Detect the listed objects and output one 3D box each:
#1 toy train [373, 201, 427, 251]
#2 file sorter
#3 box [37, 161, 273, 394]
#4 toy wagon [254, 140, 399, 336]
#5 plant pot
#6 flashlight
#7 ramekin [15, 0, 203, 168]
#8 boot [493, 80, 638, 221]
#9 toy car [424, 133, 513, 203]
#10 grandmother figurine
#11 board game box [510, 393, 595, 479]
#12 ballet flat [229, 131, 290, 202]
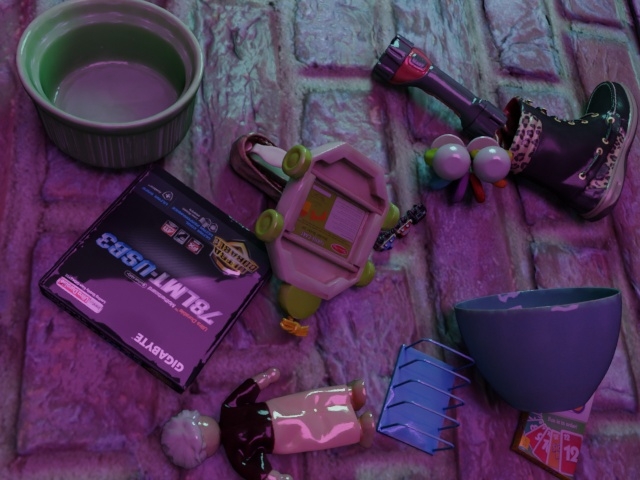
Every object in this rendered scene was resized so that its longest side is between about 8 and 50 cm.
[{"bbox_3d":[0.164,-0.024,1.292,0.158,0.027,0.036,-39,95,-27],"label":"toy train"},{"bbox_3d":[0.194,0.278,1.137,0.118,0.104,0.170,25,63,-8],"label":"file sorter"},{"bbox_3d":[-0.265,0.058,1.094,0.295,0.073,0.293,37,62,-1],"label":"box"},{"bbox_3d":[0.000,0.000,1.132,0.267,0.068,0.345,28,84,-40],"label":"toy wagon"},{"bbox_3d":[0.404,0.200,1.158,0.290,0.290,0.196,-7,89,-21],"label":"plant pot"},{"bbox_3d":[0.263,-0.330,1.412,0.304,0.103,0.103,35,29,-7],"label":"flashlight"},{"bbox_3d":[-0.364,-0.275,1.128,0.303,0.148,0.304,6,59,-10],"label":"ramekin"},{"bbox_3d":[0.560,-0.256,1.458,0.284,0.138,0.378,23,69,-8],"label":"boot"},{"bbox_3d":[0.306,-0.144,1.331,0.181,0.159,0.136,4,111,4],"label":"toy car"},{"bbox_3d":[-0.086,0.312,1.040,0.342,0.104,0.208,-2,42,-16],"label":"grandmother figurine"},{"bbox_3d":[0.471,0.322,1.251,0.124,0.039,0.259,31,60,-4],"label":"board game box"},{"bbox_3d":[-0.036,-0.100,1.210,0.316,0.106,0.108,31,64,-4],"label":"ballet flat"}]
